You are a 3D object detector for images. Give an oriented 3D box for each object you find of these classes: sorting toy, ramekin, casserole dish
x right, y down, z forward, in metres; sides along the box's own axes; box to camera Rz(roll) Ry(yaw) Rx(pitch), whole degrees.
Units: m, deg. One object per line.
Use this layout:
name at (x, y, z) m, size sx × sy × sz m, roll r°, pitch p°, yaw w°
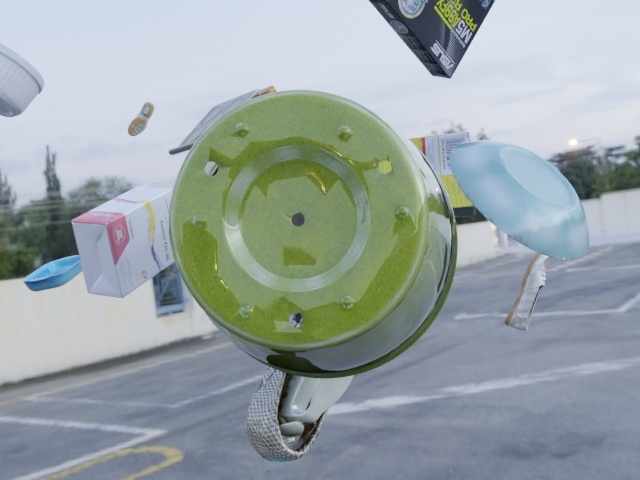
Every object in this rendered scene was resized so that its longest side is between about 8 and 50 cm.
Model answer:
sorting toy at (-0.243, -0.306, 1.805) m, size 0.307 × 0.041 × 0.229 m, roll -5°, pitch 39°, yaw 50°
ramekin at (-0.794, -0.392, 1.709) m, size 0.207 × 0.109 × 0.207 m, roll 21°, pitch -18°, yaw 7°
casserole dish at (-0.642, 0.081, 1.708) m, size 0.114 × 0.037 × 0.188 m, roll -11°, pitch 15°, yaw 7°

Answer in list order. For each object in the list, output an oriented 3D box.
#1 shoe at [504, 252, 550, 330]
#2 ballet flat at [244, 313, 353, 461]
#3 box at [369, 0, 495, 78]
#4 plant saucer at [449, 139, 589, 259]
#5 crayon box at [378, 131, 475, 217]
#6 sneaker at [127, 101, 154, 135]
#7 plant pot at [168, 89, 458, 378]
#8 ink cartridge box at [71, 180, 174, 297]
shoe at (0.546, 0.129, 1.804) m, size 0.058 × 0.219 × 0.076 m, roll 26°, pitch 5°, yaw 30°
ballet flat at (0.025, 0.155, 1.214) m, size 0.164 × 0.483 × 0.182 m, roll 31°, pitch -19°, yaw -23°
box at (0.242, -0.509, 1.477) m, size 0.060 × 0.216 × 0.270 m, roll 23°, pitch -10°, yaw 47°
plant saucer at (0.241, -0.061, 0.809) m, size 0.194 × 0.195 × 0.037 m, roll -6°, pitch -38°, yaw -42°
crayon box at (0.221, -0.154, 1.765) m, size 0.318 × 0.202 × 0.081 m, roll -4°, pitch -17°, yaw 12°
sneaker at (-0.376, -0.251, 1.476) m, size 0.032 × 0.083 × 0.037 m, roll 35°, pitch -17°, yaw -12°
plant pot at (-0.008, -0.010, 0.792) m, size 0.366 × 0.367 × 0.353 m, roll -7°, pitch -5°, yaw 4°
ink cartridge box at (-0.270, -0.010, 1.048) m, size 0.067 × 0.115 × 0.198 m, roll 4°, pitch 24°, yaw 22°
